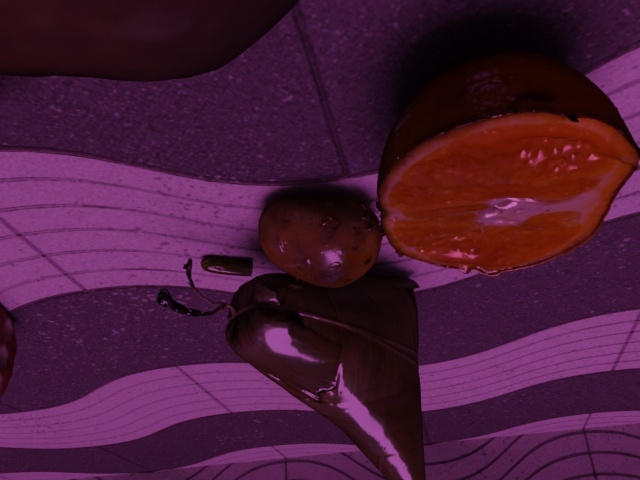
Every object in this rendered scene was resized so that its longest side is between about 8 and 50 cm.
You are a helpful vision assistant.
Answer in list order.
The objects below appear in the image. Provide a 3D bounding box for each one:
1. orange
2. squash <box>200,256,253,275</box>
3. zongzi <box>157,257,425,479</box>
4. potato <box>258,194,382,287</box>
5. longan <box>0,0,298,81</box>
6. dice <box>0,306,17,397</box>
[{"bbox_3d":[0.191,-0.069,0.730,0.275,0.274,0.310,-10,-177,12],"label":"orange"},{"bbox_3d":[-0.153,0.042,1.099,0.083,0.027,0.027,5,149,-16],"label":"squash"},{"bbox_3d":[-0.006,0.218,1.017,0.447,0.417,0.181,7,157,-42],"label":"zongzi"},{"bbox_3d":[0.000,0.000,0.948,0.176,0.137,0.137,-3,150,4],"label":"potato"},{"bbox_3d":[-0.151,-0.238,0.354,0.361,0.360,0.361,-2,150,-1],"label":"longan"},{"bbox_3d":[-0.645,0.197,1.175,0.180,0.174,0.174,-5,150,-3],"label":"dice"}]
